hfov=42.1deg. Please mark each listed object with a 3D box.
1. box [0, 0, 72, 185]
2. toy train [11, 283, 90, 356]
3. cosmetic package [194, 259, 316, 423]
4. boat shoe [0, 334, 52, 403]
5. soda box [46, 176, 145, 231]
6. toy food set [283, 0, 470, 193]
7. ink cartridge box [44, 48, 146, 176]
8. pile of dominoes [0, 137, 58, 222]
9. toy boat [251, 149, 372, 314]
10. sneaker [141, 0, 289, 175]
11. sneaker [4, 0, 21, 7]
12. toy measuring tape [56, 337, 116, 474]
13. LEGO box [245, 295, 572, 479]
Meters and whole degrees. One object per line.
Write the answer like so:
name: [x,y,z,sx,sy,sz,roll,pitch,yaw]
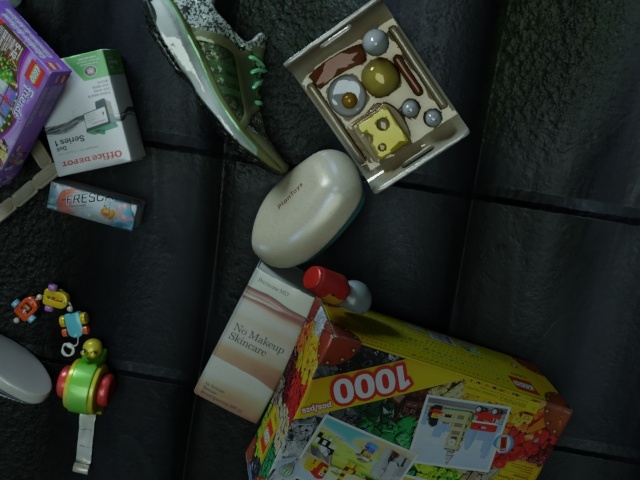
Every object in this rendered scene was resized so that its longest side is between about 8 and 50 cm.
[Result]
box: [-0.608,-0.274,1.572,0.201,0.057,0.293,46,120,12]
toy train: [-0.559,0.159,1.747,0.166,0.046,0.125,41,104,-2]
cosmetic package: [-0.119,0.195,1.673,0.153,0.129,0.296,26,104,-1]
boat shoe: [-0.738,0.274,1.760,0.340,0.127,0.158,34,110,4]
soda box: [-0.451,-0.074,1.671,0.183,0.063,0.058,15,104,1]
toy food set: [0.107,-0.268,1.563,0.219,0.092,0.306,-34,98,11]
ink cartridge box: [-0.450,-0.246,1.614,0.160,0.092,0.219,-11,101,8]
pile of dominoes: [-0.656,-0.137,1.683,0.251,0.040,0.196,-36,78,11]
toy boat: [0.000,0.000,1.557,0.267,0.318,0.148,-39,136,23]
sneaker: [-0.154,-0.311,1.561,0.182,0.158,0.410,-35,104,-6]
sneaker: [-0.680,-0.521,1.585,0.126,0.091,0.240,-33,99,30]
toy measuring tape: [-0.503,0.365,1.755,0.121,0.121,0.330,12,104,2]
LEGO box: [0.158,0.367,1.596,0.500,0.193,0.372,19,105,-16]
